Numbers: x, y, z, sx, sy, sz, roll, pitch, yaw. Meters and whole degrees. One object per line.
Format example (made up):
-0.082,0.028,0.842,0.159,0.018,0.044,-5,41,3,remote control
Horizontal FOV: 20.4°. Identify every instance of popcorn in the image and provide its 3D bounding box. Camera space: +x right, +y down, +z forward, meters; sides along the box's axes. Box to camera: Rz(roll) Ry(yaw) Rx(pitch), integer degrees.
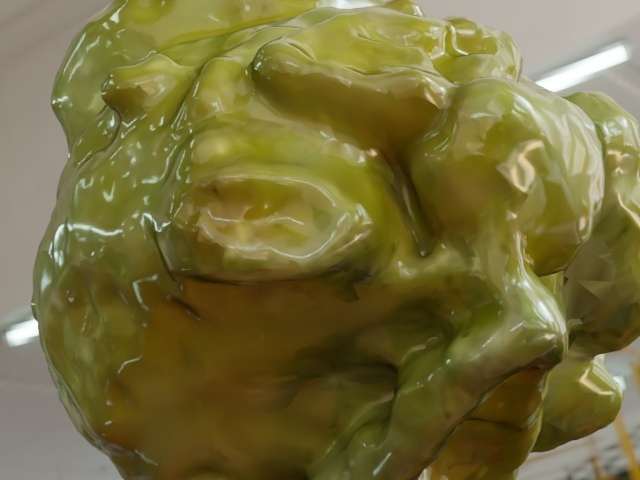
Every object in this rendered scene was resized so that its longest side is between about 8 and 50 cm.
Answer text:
0.012,0.013,0.840,0.312,0.312,0.312,-14,-18,-5,popcorn
